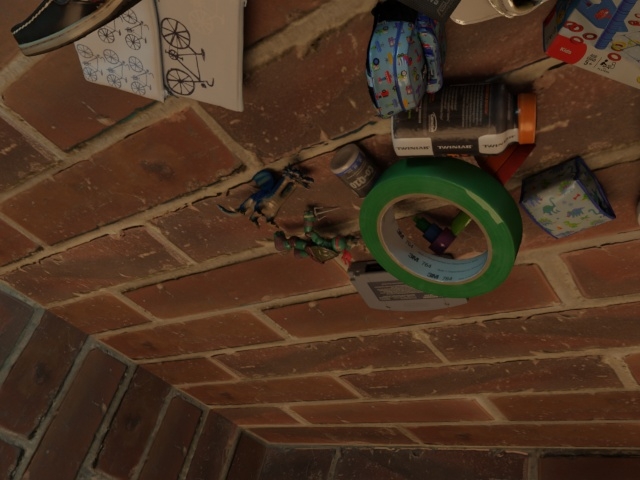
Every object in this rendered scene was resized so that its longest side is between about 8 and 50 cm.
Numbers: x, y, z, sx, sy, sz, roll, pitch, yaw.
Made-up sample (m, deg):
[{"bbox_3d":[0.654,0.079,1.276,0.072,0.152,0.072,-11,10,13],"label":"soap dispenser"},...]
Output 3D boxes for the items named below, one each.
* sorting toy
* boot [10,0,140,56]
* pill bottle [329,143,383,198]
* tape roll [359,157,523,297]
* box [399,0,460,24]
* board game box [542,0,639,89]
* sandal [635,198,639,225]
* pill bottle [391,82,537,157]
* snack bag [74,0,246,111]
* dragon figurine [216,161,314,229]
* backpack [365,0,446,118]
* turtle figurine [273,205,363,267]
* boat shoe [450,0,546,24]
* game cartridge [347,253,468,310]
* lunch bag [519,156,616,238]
[{"bbox_3d":[0.296,-0.107,1.203,0.126,0.127,0.365,40,143,8],"label":"sorting toy"},{"bbox_3d":[-0.365,-0.456,0.798,0.378,0.138,0.284,-20,124,24],"label":"boot"},{"bbox_3d":[0.091,-0.140,1.238,0.078,0.078,0.137,-20,131,40],"label":"pill bottle"},{"bbox_3d":[0.240,-0.021,1.155,0.321,0.077,0.321,20,139,19],"label":"tape roll"},{"bbox_3d":[0.108,-0.402,0.740,0.183,0.232,0.059,24,141,-11],"label":"box"},{"bbox_3d":[0.525,-0.347,0.773,0.308,0.086,0.302,18,145,-2],"label":"board game box"},{"bbox_3d":[0.656,-0.089,0.984,0.169,0.102,0.416,-1,157,23],"label":"sandal"},{"bbox_3d":[0.260,-0.215,1.022,0.246,0.130,0.130,2,142,20],"label":"pill bottle"},{"bbox_3d":[-0.293,-0.372,1.011,0.343,0.037,0.323,15,146,1],"label":"snack bag"},{"bbox_3d":[-0.131,-0.109,1.364,0.085,0.144,0.289,38,159,-30],"label":"dragon figurine"},{"bbox_3d":[0.138,-0.291,0.931,0.117,0.173,0.158,2,141,20],"label":"backpack"},{"bbox_3d":[0.000,0.000,1.444,0.234,0.118,0.175,-9,138,40],"label":"turtle figurine"},{"bbox_3d":[0.274,-0.365,0.799,0.098,0.096,0.277,29,161,-25],"label":"boat shoe"},{"bbox_3d":[0.244,0.124,1.560,0.297,0.062,0.198,-7,143,29],"label":"game cartridge"},{"bbox_3d":[0.500,-0.075,1.147,0.151,0.096,0.129,45,137,-20],"label":"lunch bag"}]
